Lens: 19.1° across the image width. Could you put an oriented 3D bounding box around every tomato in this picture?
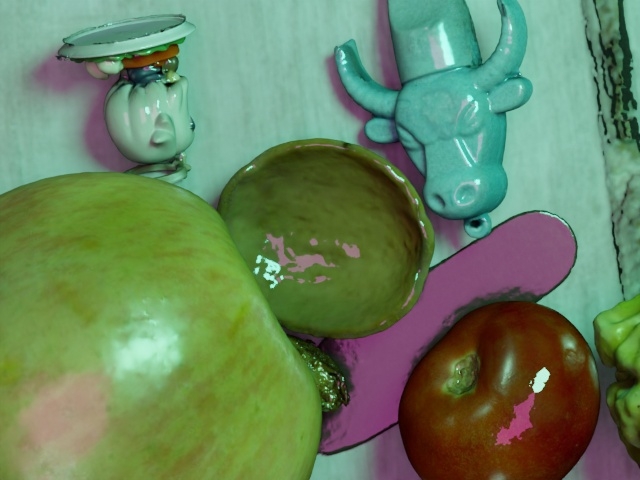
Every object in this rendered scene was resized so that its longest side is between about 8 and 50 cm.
[{"bbox_3d":[0.164,0.150,1.702,0.136,0.195,0.195,37,94,-31],"label":"tomato"}]

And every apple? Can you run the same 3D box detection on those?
[{"bbox_3d":[-0.188,0.139,1.627,0.346,0.391,0.391,-27,90,-1],"label":"apple"}]

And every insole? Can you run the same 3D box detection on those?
[{"bbox_3d":[0.101,0.082,1.788,0.328,0.007,0.111,-37,91,4],"label":"insole"}]

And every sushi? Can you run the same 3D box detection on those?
[{"bbox_3d":[-0.023,0.120,1.765,0.118,0.060,0.061,14,93,14],"label":"sushi"}]

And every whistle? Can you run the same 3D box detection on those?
[{"bbox_3d":[0.115,-0.136,1.739,0.186,0.093,0.274,-15,88,30],"label":"whistle"}]

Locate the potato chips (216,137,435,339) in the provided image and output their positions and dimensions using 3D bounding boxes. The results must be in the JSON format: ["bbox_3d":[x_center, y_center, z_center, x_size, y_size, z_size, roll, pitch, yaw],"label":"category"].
[{"bbox_3d":[0.001,-0.001,1.759,0.208,0.062,0.195,-26,95,16],"label":"potato chips"}]

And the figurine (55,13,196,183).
[{"bbox_3d":[-0.167,-0.120,1.751,0.132,0.132,0.153,-9,106,4],"label":"figurine"}]

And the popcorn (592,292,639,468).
[{"bbox_3d":[0.359,0.123,1.670,0.255,0.195,0.256,8,126,-2],"label":"popcorn"}]
